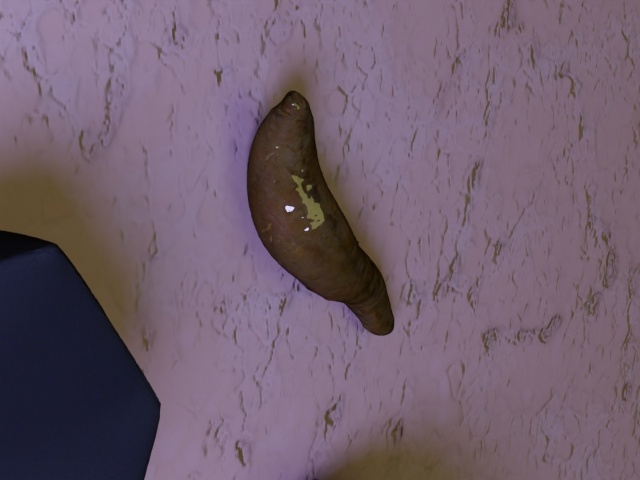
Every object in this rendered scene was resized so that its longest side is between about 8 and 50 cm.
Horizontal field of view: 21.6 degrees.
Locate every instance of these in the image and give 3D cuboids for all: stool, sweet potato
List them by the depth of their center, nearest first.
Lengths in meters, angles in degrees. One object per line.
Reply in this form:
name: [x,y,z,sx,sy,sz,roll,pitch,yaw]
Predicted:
stool: [-0.195,0.102,0.772,0.232,0.141,0.232,-19,115,-49]
sweet potato: [0.000,0.003,1.070,0.249,0.059,0.069,61,40,-46]
